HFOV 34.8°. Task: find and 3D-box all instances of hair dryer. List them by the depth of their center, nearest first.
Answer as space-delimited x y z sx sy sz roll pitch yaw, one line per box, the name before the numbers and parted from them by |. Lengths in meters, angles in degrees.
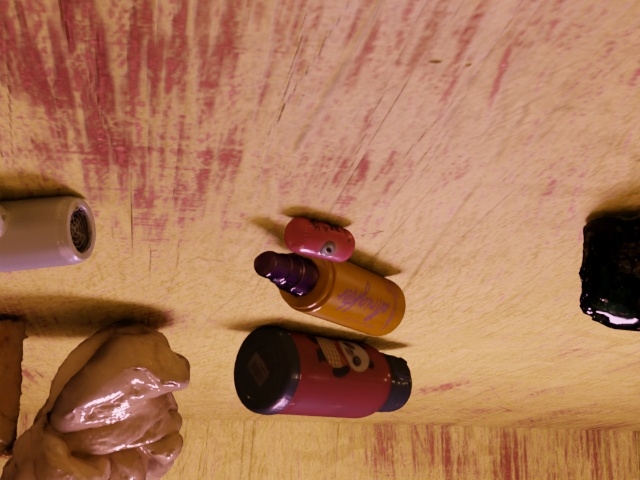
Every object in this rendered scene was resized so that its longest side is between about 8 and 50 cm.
hair dryer | -0.316 -0.040 0.941 0.131 0.073 0.236 -5 155 15

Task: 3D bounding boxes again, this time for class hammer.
hammer | 0.000 0.000 1.080 0.083 0.043 0.043 16 158 -41

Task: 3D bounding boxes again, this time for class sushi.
sushi | 0.378 0.035 1.035 0.225 0.127 0.124 -1 165 14

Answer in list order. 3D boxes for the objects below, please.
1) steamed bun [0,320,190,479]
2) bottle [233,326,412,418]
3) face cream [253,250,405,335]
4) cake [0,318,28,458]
steamed bun | -0.339 0.304 1.623 0.230 0.372 0.325 35 -176 3
bottle | 0.018 0.234 1.752 0.144 0.144 0.336 -14 161 43
face cream | 0.009 0.055 1.211 0.078 0.078 0.273 -8 162 30
cake | -0.602 0.249 1.659 0.222 0.227 0.286 5 164 -18
